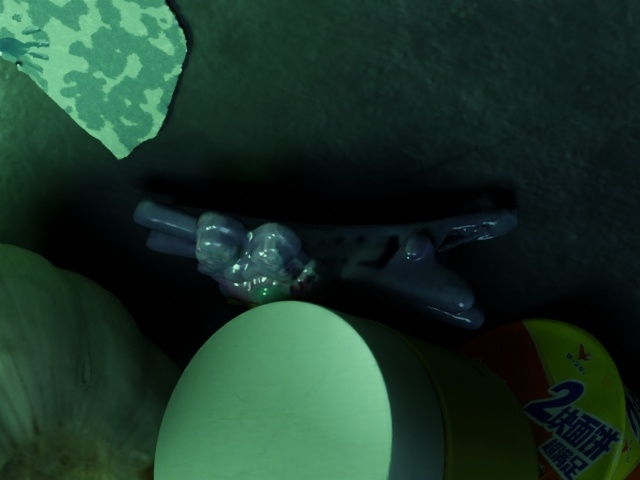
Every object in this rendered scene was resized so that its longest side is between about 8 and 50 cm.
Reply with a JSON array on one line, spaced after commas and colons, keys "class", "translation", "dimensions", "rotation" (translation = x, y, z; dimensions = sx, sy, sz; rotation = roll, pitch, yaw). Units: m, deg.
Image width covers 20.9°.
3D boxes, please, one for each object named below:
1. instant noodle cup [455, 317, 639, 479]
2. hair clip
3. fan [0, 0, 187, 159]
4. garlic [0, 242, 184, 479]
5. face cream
[{"class": "instant noodle cup", "translation": [0.188, 0.190, 1.355], "dimensions": [0.213, 0.213, 0.174], "rotation": [-27, 136, 28]}, {"class": "hair clip", "translation": [0.002, 0.013, 1.249], "dimensions": [0.278, 0.090, 0.137], "rotation": [0, 159, 7]}, {"class": "fan", "translation": [-0.162, -0.144, 1.167], "dimensions": [0.131, 0.009, 0.240], "rotation": [-11, 133, 15]}, {"class": "garlic", "translation": [-0.244, 0.158, 1.293], "dimensions": [0.322, 0.322, 0.241], "rotation": [36, 153, -28]}, {"class": "face cream", "translation": [0.020, 0.166, 1.239], "dimensions": [0.218, 0.218, 0.179], "rotation": [-30, 148, 30]}]
